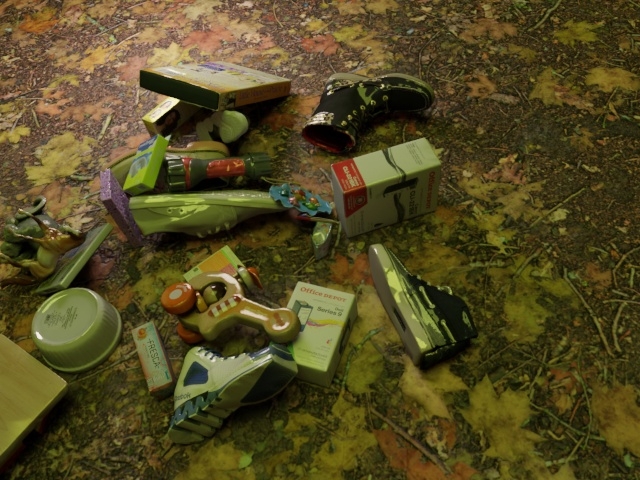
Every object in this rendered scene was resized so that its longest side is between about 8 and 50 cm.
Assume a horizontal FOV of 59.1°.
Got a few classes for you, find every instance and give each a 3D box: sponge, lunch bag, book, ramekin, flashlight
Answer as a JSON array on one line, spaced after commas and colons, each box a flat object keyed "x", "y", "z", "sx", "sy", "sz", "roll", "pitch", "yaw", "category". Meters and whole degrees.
[{"x": -0.555, "y": -0.086, "z": 1.574, "sx": 0.031, "sy": 0.210, "sz": 0.117, "roll": -17, "pitch": 51, "yaw": -3, "category": "sponge"}, {"x": 0.000, "y": 0.000, "z": 1.526, "sx": 0.053, "sy": 0.071, "sz": 0.083, "roll": 10, "pitch": 56, "yaw": 12, "category": "lunch bag"}, {"x": -0.283, "y": 0.089, "z": 1.518, "sx": 0.144, "sy": 0.035, "sz": 0.096, "roll": -34, "pitch": 59, "yaw": -18, "category": "book"}, {"x": -0.614, "y": 0.216, "z": 1.411, "sx": 0.207, "sy": 0.109, "sz": 0.207, "roll": -3, "pitch": 53, "yaw": 4, "category": "ramekin"}, {"x": -0.290, "y": -0.200, "z": 1.619, "sx": 0.304, "sy": 0.103, "sz": 0.103, "roll": -7, "pitch": 80, "yaw": -21, "category": "flashlight"}]

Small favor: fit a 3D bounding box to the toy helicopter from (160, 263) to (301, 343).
[{"x": -0.189, "y": 0.154, "z": 1.359, "sx": 0.355, "sy": 0.140, "sz": 0.235, "roll": 14, "pitch": 48, "yaw": 32, "category": "toy helicopter"}]

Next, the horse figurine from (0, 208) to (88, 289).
[{"x": -0.753, "y": 0.034, "z": 1.502, "sx": 0.263, "sy": 0.174, "sz": 0.066, "roll": -53, "pitch": 29, "yaw": 21, "category": "horse figurine"}]

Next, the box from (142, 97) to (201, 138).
[{"x": -0.493, "y": -0.443, "z": 1.923, "sx": 0.058, "sy": 0.087, "sz": 0.232, "roll": 25, "pitch": 60, "yaw": 26, "category": "box"}]

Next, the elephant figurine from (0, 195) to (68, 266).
[{"x": -0.819, "y": -0.043, "z": 1.622, "sx": 0.186, "sy": 0.169, "sz": 0.239, "roll": 9, "pitch": 31, "yaw": -22, "category": "elephant figurine"}]

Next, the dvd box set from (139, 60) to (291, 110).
[{"x": -0.329, "y": -0.514, "z": 1.845, "sx": 0.307, "sy": 0.062, "sz": 0.420, "roll": 20, "pitch": 27, "yaw": 20, "category": "dvd box set"}]

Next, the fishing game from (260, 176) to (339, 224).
[{"x": -0.050, "y": -0.121, "z": 1.579, "sx": 0.189, "sy": 0.041, "sz": 0.264, "roll": 7, "pitch": 25, "yaw": -30, "category": "fishing game"}]

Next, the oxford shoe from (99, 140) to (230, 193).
[{"x": -0.466, "y": -0.196, "z": 1.697, "sx": 0.397, "sy": 0.140, "sz": 0.146, "roll": -12, "pitch": 57, "yaw": -1, "category": "oxford shoe"}]

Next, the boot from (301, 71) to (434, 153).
[{"x": 0.141, "y": -0.401, "z": 1.776, "sx": 0.377, "sy": 0.138, "sz": 0.284, "roll": 14, "pitch": 54, "yaw": 22, "category": "boot"}]

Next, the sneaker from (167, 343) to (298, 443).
[{"x": -0.221, "y": 0.294, "z": 1.256, "sx": 0.315, "sy": 0.127, "sz": 0.182, "roll": -34, "pitch": 46, "yaw": 11, "category": "sneaker"}]

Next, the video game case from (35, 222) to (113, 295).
[{"x": -0.668, "y": 0.052, "z": 1.533, "sx": 0.193, "sy": 0.023, "sz": 0.212, "roll": -13, "pitch": 41, "yaw": 45, "category": "video game case"}]

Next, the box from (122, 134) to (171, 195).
[{"x": -0.488, "y": -0.220, "z": 1.592, "sx": 0.109, "sy": 0.042, "sz": 0.178, "roll": -11, "pitch": 58, "yaw": 42, "category": "box"}]

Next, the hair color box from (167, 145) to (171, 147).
[{"x": -0.527, "y": -0.243, "z": 1.779, "sx": 0.141, "sy": 0.072, "sz": 0.043, "roll": -15, "pitch": 52, "yaw": -4, "category": "hair color box"}]

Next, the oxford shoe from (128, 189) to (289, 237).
[{"x": -0.308, "y": -0.075, "z": 1.598, "sx": 0.449, "sy": 0.130, "sz": 0.169, "roll": -4, "pitch": 8, "yaw": -6, "category": "oxford shoe"}]

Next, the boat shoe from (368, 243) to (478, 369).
[{"x": 0.244, "y": 0.139, "z": 1.370, "sx": 0.158, "sy": 0.127, "sz": 0.340, "roll": -15, "pitch": 60, "yaw": -13, "category": "boat shoe"}]

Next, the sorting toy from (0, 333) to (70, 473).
[{"x": -0.745, "y": 0.389, "z": 1.306, "sx": 0.257, "sy": 0.089, "sz": 0.255, "roll": 25, "pitch": 59, "yaw": 24, "category": "sorting toy"}]

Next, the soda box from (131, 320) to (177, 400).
[{"x": -0.398, "y": 0.288, "z": 1.357, "sx": 0.058, "sy": 0.063, "sz": 0.183, "roll": -23, "pitch": 54, "yaw": -11, "category": "soda box"}]

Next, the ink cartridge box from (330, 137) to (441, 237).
[{"x": 0.179, "y": -0.142, "z": 1.534, "sx": 0.273, "sy": 0.197, "sz": 0.114, "roll": -18, "pitch": 54, "yaw": -6, "category": "ink cartridge box"}]

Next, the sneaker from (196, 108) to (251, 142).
[{"x": -0.272, "y": -0.369, "z": 1.774, "sx": 0.153, "sy": 0.101, "sz": 0.268, "roll": -29, "pitch": 18, "yaw": -35, "category": "sneaker"}]

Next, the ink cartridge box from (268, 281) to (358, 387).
[{"x": -0.017, "y": 0.219, "z": 1.346, "sx": 0.154, "sy": 0.093, "sz": 0.212, "roll": 13, "pitch": 54, "yaw": 18, "category": "ink cartridge box"}]
